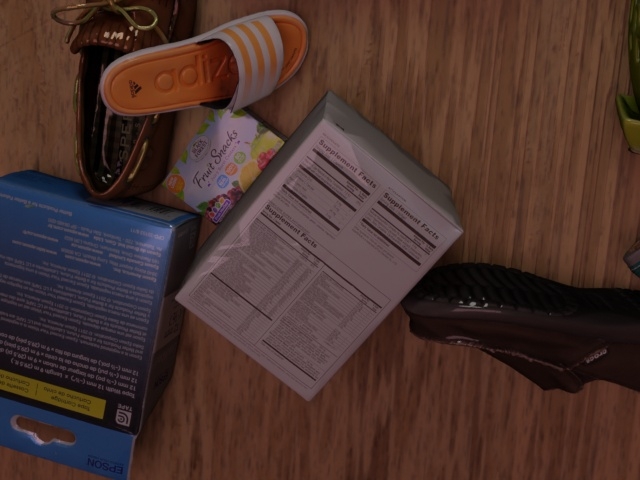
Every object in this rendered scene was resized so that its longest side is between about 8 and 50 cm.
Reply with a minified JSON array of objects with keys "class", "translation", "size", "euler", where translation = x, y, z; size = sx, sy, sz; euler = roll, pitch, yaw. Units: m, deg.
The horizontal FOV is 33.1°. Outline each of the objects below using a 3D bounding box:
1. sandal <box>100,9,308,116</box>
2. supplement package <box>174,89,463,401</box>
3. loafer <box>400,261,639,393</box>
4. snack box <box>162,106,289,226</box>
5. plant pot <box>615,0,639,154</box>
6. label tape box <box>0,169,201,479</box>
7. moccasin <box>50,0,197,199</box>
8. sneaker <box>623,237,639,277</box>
[{"class":"sandal","translation":[-0.121,-0.191,1.256],"size":[0.265,0.076,0.102],"euler":[-21,121,-21]},{"class":"supplement package","translation":[0.000,0.000,1.247],"size":[0.198,0.199,0.263],"euler":[38,105,-9]},{"class":"loafer","translation":[0.264,0.120,1.229],"size":[0.365,0.134,0.130],"euler":[10,110,-7]},{"class":"snack box","translation":[-0.119,-0.098,1.353],"size":[0.100,0.037,0.141],"euler":[37,105,4]},{"class":"plant pot","translation":[0.430,-0.185,1.135],"size":[0.228,0.227,0.207],"euler":[14,108,9]},{"class":"label tape box","translation":[-0.314,0.107,1.392],"size":[0.249,0.115,0.348],"euler":[14,105,9]},{"class":"moccasin","translation":[-0.239,-0.238,1.297],"size":[0.139,0.147,0.380],"euler":[15,102,9]},{"class":"sneaker","translation":[0.497,-0.011,1.205],"size":[0.302,0.108,0.121],"euler":[-28,89,13]}]
